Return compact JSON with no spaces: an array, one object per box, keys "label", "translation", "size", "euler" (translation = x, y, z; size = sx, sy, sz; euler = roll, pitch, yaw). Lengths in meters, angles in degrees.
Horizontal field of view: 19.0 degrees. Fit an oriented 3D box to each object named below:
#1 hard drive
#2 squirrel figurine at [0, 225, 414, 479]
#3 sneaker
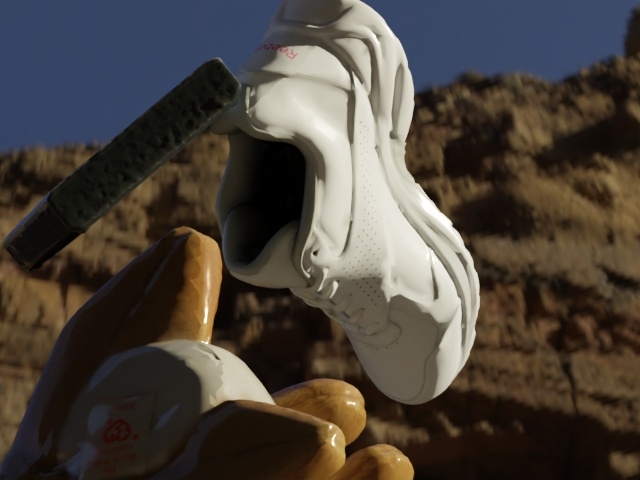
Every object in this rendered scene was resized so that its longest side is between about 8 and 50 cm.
[{"label":"hard drive","translation":[-0.088,-0.030,0.826],"size":[0.094,0.135,0.022],"euler":[-42,-84,-18]},{"label":"squirrel figurine","translation":[-0.101,0.268,1.501],"size":[0.397,0.281,0.370],"euler":[-40,-45,-7]},{"label":"sneaker","translation":[0.000,0.000,0.928],"size":[0.090,0.115,0.232],"euler":[10,-47,43]}]
